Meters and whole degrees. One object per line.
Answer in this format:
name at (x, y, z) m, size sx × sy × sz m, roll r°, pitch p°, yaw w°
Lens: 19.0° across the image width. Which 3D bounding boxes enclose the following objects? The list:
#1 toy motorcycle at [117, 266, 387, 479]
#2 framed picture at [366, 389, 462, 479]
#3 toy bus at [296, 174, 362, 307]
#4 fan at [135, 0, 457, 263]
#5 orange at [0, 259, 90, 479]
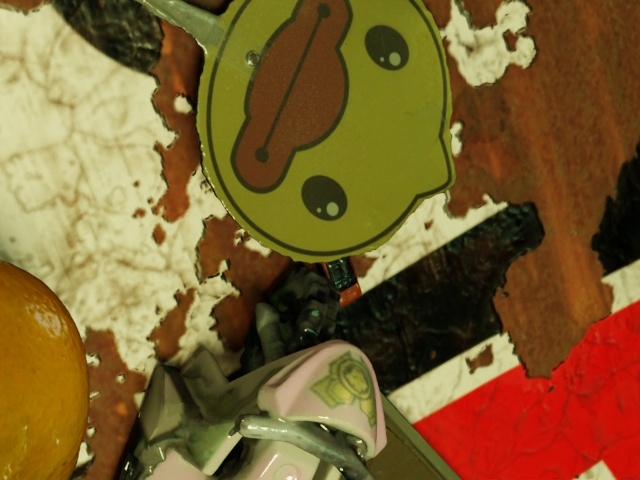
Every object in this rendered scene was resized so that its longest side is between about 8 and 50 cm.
toy motorcycle at (-0.059, 0.177, 1.348) m, size 0.143 × 0.188 × 0.327 m, roll 29°, pitch 89°, yaw -28°
framed picture at (-0.011, 0.282, 1.513) m, size 0.315 × 0.024 × 0.232 m, roll -47°, pitch 124°, yaw -10°
toy bus at (0.000, 0.000, 1.419) m, size 0.031 × 0.043 × 0.110 m, roll -31°, pitch 119°, yaw -22°
fan at (-0.026, -0.113, 1.360) m, size 0.335 × 0.011 × 0.229 m, roll 29°, pitch 75°, yaw -28°
orange at (-0.249, 0.118, 1.191) m, size 0.240 × 0.171 × 0.240 m, roll -36°, pitch 158°, yaw -17°
